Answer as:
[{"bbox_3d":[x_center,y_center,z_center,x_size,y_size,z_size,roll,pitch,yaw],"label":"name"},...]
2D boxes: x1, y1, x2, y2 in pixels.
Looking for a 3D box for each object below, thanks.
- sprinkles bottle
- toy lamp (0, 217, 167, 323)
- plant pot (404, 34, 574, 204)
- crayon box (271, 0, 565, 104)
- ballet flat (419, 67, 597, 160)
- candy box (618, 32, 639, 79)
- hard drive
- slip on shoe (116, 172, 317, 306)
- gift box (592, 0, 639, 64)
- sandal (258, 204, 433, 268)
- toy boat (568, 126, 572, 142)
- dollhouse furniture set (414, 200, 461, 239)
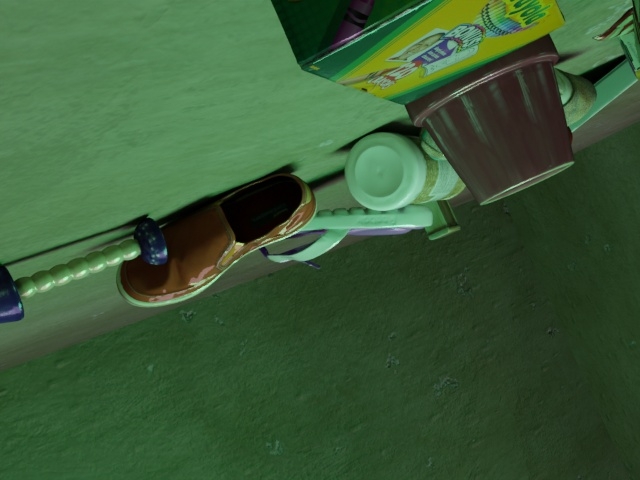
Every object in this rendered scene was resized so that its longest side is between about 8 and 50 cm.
[{"bbox_3d":[0.159,-0.120,1.485,0.121,0.121,0.355,-25,175,24],"label":"sprinkles bottle"},{"bbox_3d":[-0.347,0.046,1.191,0.274,0.080,0.080,-20,174,-28],"label":"toy lamp"},{"bbox_3d":[0.223,-0.152,1.102,0.201,0.180,0.201,-23,174,-2],"label":"plant pot"},{"bbox_3d":[0.087,-0.187,0.675,0.165,0.081,0.278,-25,175,20],"label":"crayon box"},{"bbox_3d":[0.301,-0.210,1.344,0.316,0.107,0.106,-24,149,-15],"label":"ballet flat"},{"bbox_3d":[0.602,-0.345,1.397,0.233,0.071,0.159,-25,175,22],"label":"candy box"},{"bbox_3d":[0.533,-0.263,1.796,0.233,0.047,0.353,-39,176,0],"label":"hard drive"},{"bbox_3d":[-0.157,-0.009,1.314,0.331,0.123,0.101,-27,164,-9],"label":"slip on shoe"},{"bbox_3d":[0.448,-0.209,0.942,0.276,0.258,0.255,-9,163,14],"label":"gift box"},{"bbox_3d":[-0.004,0.000,1.582,0.416,0.102,0.169,-6,178,13],"label":"sandal"},{"bbox_3d":[0.328,-0.201,1.485,0.231,0.151,0.151,-21,144,-27],"label":"toy boat"},{"bbox_3d":[0.361,-0.152,1.771,0.355,0.174,0.303,-25,175,20],"label":"dollhouse furniture set"}]
